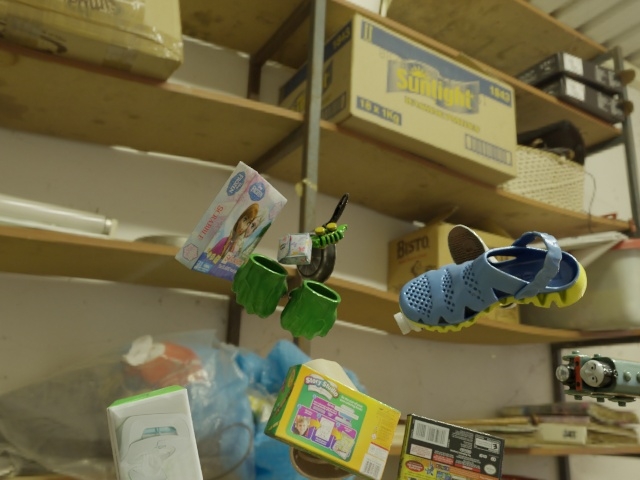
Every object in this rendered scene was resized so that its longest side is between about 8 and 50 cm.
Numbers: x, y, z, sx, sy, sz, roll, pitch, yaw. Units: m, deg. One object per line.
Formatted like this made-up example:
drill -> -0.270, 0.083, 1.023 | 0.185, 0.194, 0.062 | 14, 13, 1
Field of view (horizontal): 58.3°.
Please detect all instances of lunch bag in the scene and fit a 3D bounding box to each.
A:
lunch bag -> -0.067, 0.022, 1.435 | 0.083, 0.071, 0.053 | -3, -34, 15

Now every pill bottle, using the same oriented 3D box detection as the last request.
pill bottle -> 0.323, 0.231, 1.821 | 0.169, 0.094, 0.094 | -27, -20, 3

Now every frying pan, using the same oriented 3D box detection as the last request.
frying pan -> 0.015, 0.015, 1.901 | 0.053, 0.197, 0.326 | 8, -44, -40

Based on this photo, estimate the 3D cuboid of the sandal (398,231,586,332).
sandal -> 0.283, 0.061, 0.974 | 0.317, 0.126, 0.138 | -18, -38, 10

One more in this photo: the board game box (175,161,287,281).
board game box -> -0.248, -0.041, 1.682 | 0.065, 0.318, 0.318 | 33, -1, 15

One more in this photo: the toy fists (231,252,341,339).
toy fists -> -0.090, 0.147, 1.449 | 0.279, 0.142, 0.096 | 27, 18, -4

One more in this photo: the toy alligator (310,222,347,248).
toy alligator -> 0.000, 0.000, 1.605 | 0.189, 0.056, 0.051 | -21, 31, -17

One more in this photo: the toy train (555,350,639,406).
toy train -> 0.837, 0.389, 1.623 | 0.333, 0.143, 0.190 | 13, -20, -22

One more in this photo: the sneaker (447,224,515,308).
sneaker -> 0.482, 0.085, 1.716 | 0.105, 0.290, 0.123 | -37, -22, 16

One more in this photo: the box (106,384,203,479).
box -> -0.273, 0.373, 0.958 | 0.126, 0.231, 0.262 | -11, -10, -19

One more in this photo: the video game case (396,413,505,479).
video game case -> 0.337, 0.611, 1.495 | 0.274, 0.249, 0.035 | 16, -23, -5

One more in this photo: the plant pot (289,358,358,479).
plant pot -> 0.022, 0.586, 1.966 | 0.333, 0.334, 0.305 | 8, 23, -21

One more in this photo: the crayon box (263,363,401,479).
crayon box -> 0.031, 0.417, 1.312 | 0.278, 0.166, 0.081 | 29, -25, -13
